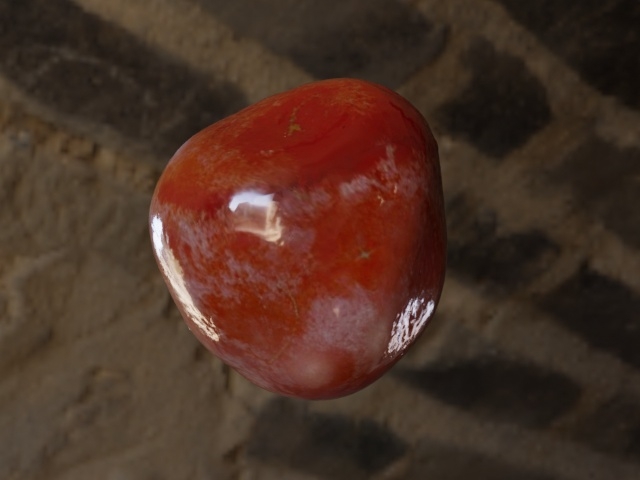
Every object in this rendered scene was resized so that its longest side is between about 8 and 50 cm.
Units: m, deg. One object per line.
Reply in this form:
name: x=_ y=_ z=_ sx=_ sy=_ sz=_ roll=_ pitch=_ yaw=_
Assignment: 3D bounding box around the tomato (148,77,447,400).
tomato: x=0.000 y=0.000 z=0.904 sx=0.187 sy=0.187 sz=0.151 roll=13 pitch=-3 yaw=-22
